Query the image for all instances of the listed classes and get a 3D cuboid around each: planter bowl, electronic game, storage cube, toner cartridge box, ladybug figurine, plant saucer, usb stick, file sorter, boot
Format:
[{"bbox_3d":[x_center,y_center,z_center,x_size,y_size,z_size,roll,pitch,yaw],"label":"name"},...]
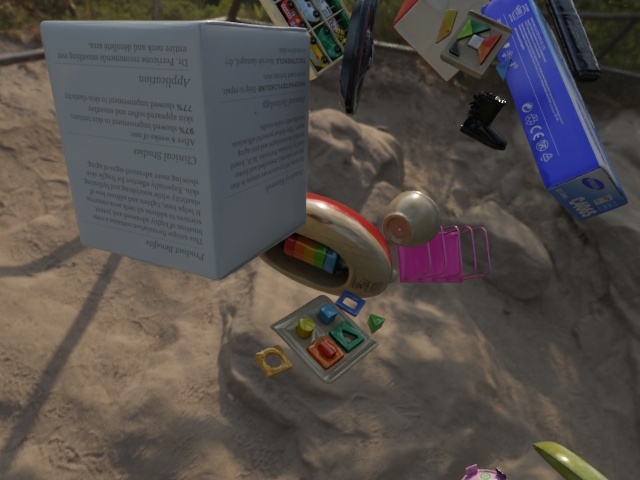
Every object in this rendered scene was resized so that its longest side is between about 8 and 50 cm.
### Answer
[{"bbox_3d":[0.242,-0.046,1.321,0.162,0.162,0.109,46,43,10],"label":"planter bowl"},{"bbox_3d":[0.075,-0.347,0.874,0.048,0.229,0.229,12,42,4],"label":"electronic game"},{"bbox_3d":[0.303,-0.526,1.090,0.215,0.184,0.193,39,41,-16],"label":"storage cube"},{"bbox_3d":[0.358,-0.216,0.731,0.165,0.075,0.347,18,56,-45],"label":"toner cartridge box"},{"bbox_3d":[0.000,0.000,1.264,0.450,0.305,0.161,25,52,9],"label":"ladybug figurine"},{"bbox_3d":[0.555,0.499,0.971,0.241,0.241,0.037,42,84,7],"label":"plant saucer"},{"bbox_3d":[0.643,-0.519,1.204,0.077,0.045,0.277,0,65,-9],"label":"usb stick"},{"bbox_3d":[0.457,0.045,1.749,0.291,0.182,0.201,3,76,-25],"label":"file sorter"},{"bbox_3d":[0.380,-0.268,1.050,0.121,0.099,0.045,31,37,12],"label":"boot"}]

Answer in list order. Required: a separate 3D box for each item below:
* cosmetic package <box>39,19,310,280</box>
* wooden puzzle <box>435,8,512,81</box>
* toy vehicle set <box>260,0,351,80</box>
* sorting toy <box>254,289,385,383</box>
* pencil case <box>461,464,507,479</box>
[{"bbox_3d":[-0.236,-0.190,0.877,0.330,0.393,0.327,12,25,22],"label":"cosmetic package"},{"bbox_3d":[0.205,-0.263,0.629,0.116,0.078,0.014,30,11,22],"label":"wooden puzzle"},{"bbox_3d":[-0.030,-0.518,1.053,0.166,0.035,0.266,-43,110,-21],"label":"toy vehicle set"},{"bbox_3d":[0.012,0.210,1.073,0.196,0.047,0.348,39,43,25],"label":"sorting toy"},{"bbox_3d":[0.413,0.671,1.130,0.124,0.124,0.283,-56,131,-50],"label":"pencil case"}]
